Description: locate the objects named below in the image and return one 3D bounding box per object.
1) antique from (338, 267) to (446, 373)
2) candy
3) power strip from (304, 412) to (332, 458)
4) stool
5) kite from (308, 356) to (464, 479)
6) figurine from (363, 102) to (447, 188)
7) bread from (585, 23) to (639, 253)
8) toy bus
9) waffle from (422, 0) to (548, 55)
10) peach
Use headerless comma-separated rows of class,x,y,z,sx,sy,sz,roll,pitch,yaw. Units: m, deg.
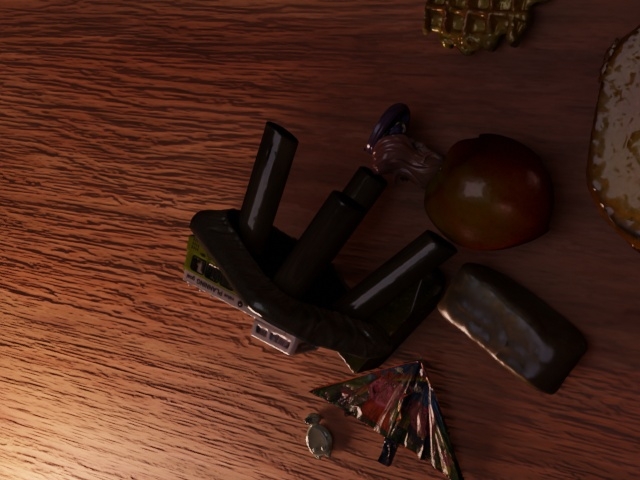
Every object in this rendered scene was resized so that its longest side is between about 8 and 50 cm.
antique,0.121,0.122,1.836,0.221,0.081,0.080,-49,68,25
candy,0.298,0.133,1.711,0.234,0.102,0.104,41,113,27
power strip,-0.008,0.351,1.959,0.055,0.035,0.083,-20,84,32
stool,0.000,0.000,1.708,0.226,0.310,0.310,-57,42,14
kite,0.127,0.287,1.843,0.321,0.016,0.234,29,122,21
figurine,0.139,-0.137,1.798,0.157,0.114,0.126,53,162,11
bread,0.539,-0.132,1.478,0.398,0.215,0.398,4,98,29
toy bus,-0.113,0.086,1.975,0.302,0.113,0.139,25,105,32
waffle,0.277,-0.404,1.726,0.219,0.057,0.229,11,99,32
peach,0.268,-0.071,1.681,0.197,0.197,0.197,2,93,33
